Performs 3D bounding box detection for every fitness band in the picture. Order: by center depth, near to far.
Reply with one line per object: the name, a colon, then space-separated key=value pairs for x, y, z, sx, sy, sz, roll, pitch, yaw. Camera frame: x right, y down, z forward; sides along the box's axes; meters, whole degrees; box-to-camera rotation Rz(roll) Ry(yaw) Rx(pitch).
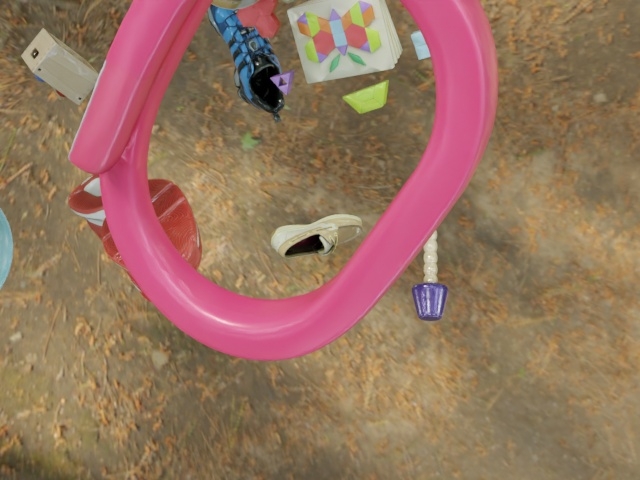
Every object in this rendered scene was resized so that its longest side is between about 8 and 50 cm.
fitness band: x=-0.028 y=-0.054 z=0.500 sx=0.209 sy=0.054 sz=0.291 roll=35 pitch=123 yaw=0

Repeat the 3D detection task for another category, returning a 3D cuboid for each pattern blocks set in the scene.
pattern blocks set: x=0.035 y=-0.352 z=1.460 sx=0.325 sy=0.026 sz=0.285 roll=-22 pitch=106 yaw=31

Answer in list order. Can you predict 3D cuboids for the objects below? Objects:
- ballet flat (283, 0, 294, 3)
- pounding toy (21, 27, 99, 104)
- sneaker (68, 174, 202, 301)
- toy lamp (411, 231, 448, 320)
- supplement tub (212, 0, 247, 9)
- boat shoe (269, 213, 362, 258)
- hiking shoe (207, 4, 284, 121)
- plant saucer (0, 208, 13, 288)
ballet flat: x=-0.098 y=-0.519 z=1.650 sx=0.052 sy=0.168 sz=0.057 roll=-8 pitch=148 yaw=-34
pounding toy: x=-0.506 y=-0.324 z=1.659 sx=0.100 sy=0.141 sz=0.130 roll=-50 pitch=130 yaw=3
sneaker: x=-0.143 y=0.011 z=0.789 sx=0.087 sy=0.221 sz=0.128 roll=-40 pitch=126 yaw=-9
toy lamp: x=0.227 y=0.030 z=1.785 sx=0.080 sy=0.080 sz=0.274 roll=9 pitch=68 yaw=-18
supplement tub: x=-0.138 y=-0.445 z=1.357 sx=0.144 sy=0.200 sz=0.144 roll=-2 pitch=99 yaw=-10
boat shoe: x=0.000 y=0.000 z=1.178 sx=0.135 sy=0.045 sz=0.050 roll=-13 pitch=134 yaw=-18
hiking shoe: x=-0.134 y=-0.395 z=1.727 sx=0.113 sy=0.132 sz=0.304 roll=-31 pitch=130 yaw=-13
plant saucer: x=-0.767 y=0.022 z=1.671 sx=0.318 sy=0.044 sz=0.317 roll=-12 pitch=111 yaw=-33
